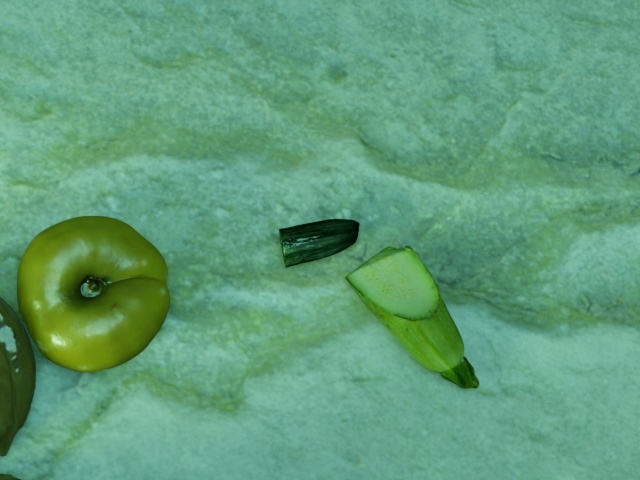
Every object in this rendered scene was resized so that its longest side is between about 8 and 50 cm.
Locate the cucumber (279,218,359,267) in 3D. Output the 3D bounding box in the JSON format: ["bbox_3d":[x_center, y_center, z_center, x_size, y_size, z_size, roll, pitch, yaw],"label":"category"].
[{"bbox_3d":[0.000,0.000,1.810,0.105,0.048,0.048,-12,77,-15],"label":"cucumber"}]

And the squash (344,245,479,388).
[{"bbox_3d":[0.121,0.095,1.788,0.200,0.075,0.090,50,47,4],"label":"squash"}]

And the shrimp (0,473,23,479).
[{"bbox_3d":[-0.312,0.355,1.598,0.152,0.063,0.287,-23,53,-35],"label":"shrimp"}]

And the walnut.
[{"bbox_3d":[-0.426,0.156,1.643,0.238,0.141,0.204,-7,80,-9],"label":"walnut"}]

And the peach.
[{"bbox_3d":[-0.253,0.059,1.718,0.179,0.103,0.179,4,74,-15],"label":"peach"}]
